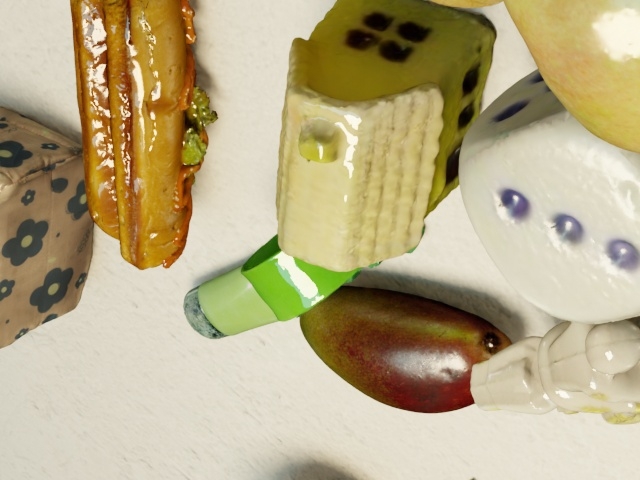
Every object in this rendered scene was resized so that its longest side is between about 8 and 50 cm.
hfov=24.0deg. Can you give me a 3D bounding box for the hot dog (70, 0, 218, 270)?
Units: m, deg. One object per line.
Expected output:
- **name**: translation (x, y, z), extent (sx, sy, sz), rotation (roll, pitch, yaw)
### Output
- **hot dog**: translation (-0.182, -0.136, 1.587), extent (0.158, 0.117, 0.349), rotation (40, 139, 48)

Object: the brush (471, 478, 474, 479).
- **brush**: translation (0.164, 0.353, 1.782), extent (0.083, 0.011, 0.205), rotation (39, 139, 5)

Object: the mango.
- **mango**: translation (0.083, 0.116, 1.583), extent (0.267, 0.111, 0.133), rotation (12, 149, 37)

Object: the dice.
- **dice**: translation (0.246, -0.056, 1.259), extent (0.191, 0.194, 0.193), rotation (-17, 109, 43)

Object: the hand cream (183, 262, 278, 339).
- **hand cream**: translation (-0.086, 0.067, 1.727), extent (0.175, 0.046, 0.095), rotation (-23, 107, 39)

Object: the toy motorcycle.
- **toy motorcycle**: translation (0.286, 0.104, 1.348), extent (0.340, 0.222, 0.108), rotation (-19, 73, 44)

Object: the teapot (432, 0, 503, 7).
- **teapot**: translation (0.079, -0.282, 1.207), extent (0.311, 0.167, 0.203), rotation (41, 147, 30)

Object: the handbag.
- **handbag**: translation (-0.388, -0.027, 1.789), extent (0.193, 0.190, 0.252), rotation (29, 128, 25)

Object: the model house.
- **model house**: translation (0.031, -0.098, 1.363), extent (0.174, 0.234, 0.193), rotation (25, 133, 20)

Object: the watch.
- **watch**: translation (0.000, 0.000, 1.527), extent (0.165, 0.152, 0.131), rotation (-26, 103, 48)

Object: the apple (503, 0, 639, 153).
- **apple**: translation (0.273, -0.227, 1.019), extent (0.277, 0.319, 0.319), rotation (-17, 111, 35)
